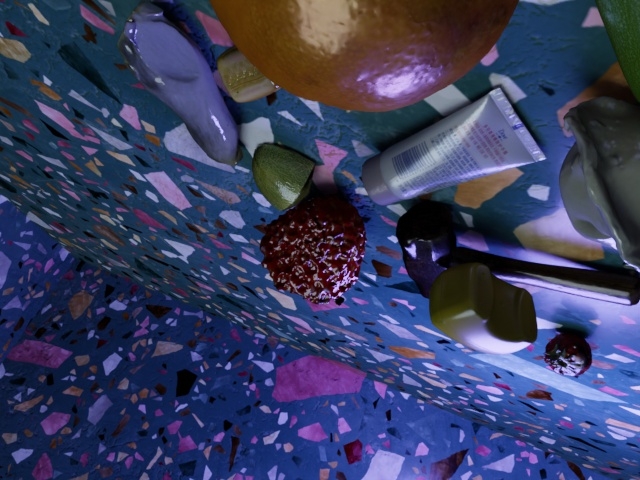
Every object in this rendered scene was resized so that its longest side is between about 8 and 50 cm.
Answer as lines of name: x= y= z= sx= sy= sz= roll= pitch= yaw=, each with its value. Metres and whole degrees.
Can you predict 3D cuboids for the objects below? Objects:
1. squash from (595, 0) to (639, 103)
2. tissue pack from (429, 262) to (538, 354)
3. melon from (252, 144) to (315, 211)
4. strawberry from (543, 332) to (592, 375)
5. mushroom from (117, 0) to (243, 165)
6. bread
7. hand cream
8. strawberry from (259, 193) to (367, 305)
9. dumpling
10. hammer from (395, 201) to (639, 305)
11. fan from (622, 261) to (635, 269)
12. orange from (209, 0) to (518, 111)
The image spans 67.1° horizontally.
squash: x=0.257 y=-0.223 z=0.366 sx=0.107 sy=0.107 sz=0.395 roll=-4 pitch=142 yaw=47
tissue pack: x=0.273 y=0.123 z=0.836 sx=0.178 sy=0.123 sz=0.127 roll=28 pitch=144 yaw=-21
melon: x=-0.090 y=-0.119 z=0.942 sx=0.128 sy=0.079 sz=0.160 roll=37 pitch=155 yaw=-13
strawberry: x=0.557 y=0.253 z=1.084 sx=0.106 sy=0.106 sz=0.106 roll=21 pitch=156 yaw=10
mushroom: x=-0.215 y=-0.237 z=0.802 sx=0.109 sy=0.097 sz=0.351 roll=14 pitch=157 yaw=25
bread: x=-0.095 y=-0.251 z=0.703 sx=0.115 sy=0.056 sz=0.082 roll=-7 pitch=119 yaw=46
hand cream: x=0.175 y=-0.125 z=0.699 sx=0.248 sy=0.083 sz=0.133 roll=-16 pitch=135 yaw=41
strawberry: x=0.000 y=0.000 z=0.962 sx=0.234 sy=0.233 sz=0.178 roll=26 pitch=141 yaw=-2
dumpling: x=0.349 y=-0.045 z=0.534 sx=0.258 sy=0.193 sz=0.147 roll=38 pitch=149 yaw=-21
hammer: x=0.351 y=0.057 z=0.876 sx=0.409 sy=0.095 sz=0.242 roll=12 pitch=153 yaw=23
fan: x=0.655 y=0.074 z=0.711 sx=0.223 sy=0.012 sz=0.294 roll=35 pitch=154 yaw=-23
orange: x=0.034 y=-0.232 z=0.375 sx=0.261 sy=0.261 sz=0.261 roll=21 pitch=156 yaw=10
